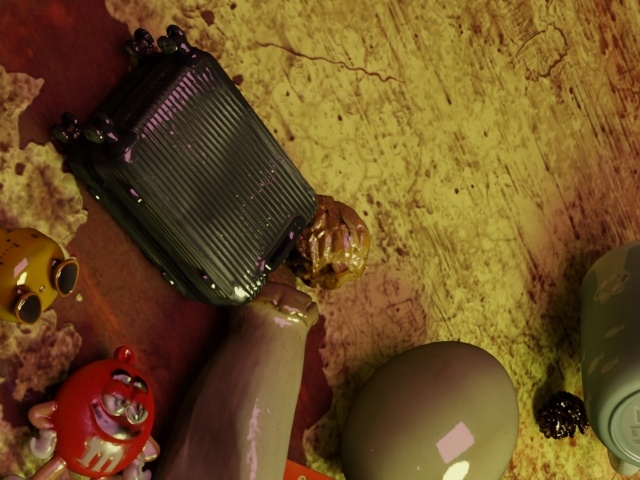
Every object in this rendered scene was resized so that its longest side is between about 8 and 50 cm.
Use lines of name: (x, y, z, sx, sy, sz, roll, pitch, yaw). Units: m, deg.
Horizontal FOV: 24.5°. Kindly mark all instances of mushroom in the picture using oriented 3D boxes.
mushroom: (-0.109, 0.243, 1.783, 0.137, 0.154, 0.408, 44, 54, -54)

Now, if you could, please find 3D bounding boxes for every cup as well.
cup: (0.500, 0.214, 2.208, 0.275, 0.259, 0.357, -78, -176, -50)

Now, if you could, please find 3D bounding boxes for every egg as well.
egg: (0.146, 0.254, 1.952, 0.269, 0.219, 0.219, -35, 114, -22)

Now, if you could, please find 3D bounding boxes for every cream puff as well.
cream puff: (0.000, 0.000, 1.886, 0.104, 0.119, 0.133, -29, 84, -18)

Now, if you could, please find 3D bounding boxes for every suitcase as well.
suitcase: (-0.152, -0.081, 1.734, 0.312, 0.128, 0.202, 51, 61, -30)

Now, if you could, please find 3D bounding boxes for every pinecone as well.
pinecone: (0.369, 0.269, 2.246, 0.083, 0.077, 0.077, -28, 112, -11)

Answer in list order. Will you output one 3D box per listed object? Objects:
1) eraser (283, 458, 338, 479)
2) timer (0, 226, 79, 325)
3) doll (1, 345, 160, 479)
eraser: (-0.021, 0.367, 1.837, 0.230, 0.038, 0.157, 22, 74, 4)
timer: (-0.336, 0.033, 1.619, 0.107, 0.109, 0.107, -41, 147, -34)
doll: (-0.255, 0.228, 1.691, 0.183, 0.085, 0.217, 42, 73, -38)
